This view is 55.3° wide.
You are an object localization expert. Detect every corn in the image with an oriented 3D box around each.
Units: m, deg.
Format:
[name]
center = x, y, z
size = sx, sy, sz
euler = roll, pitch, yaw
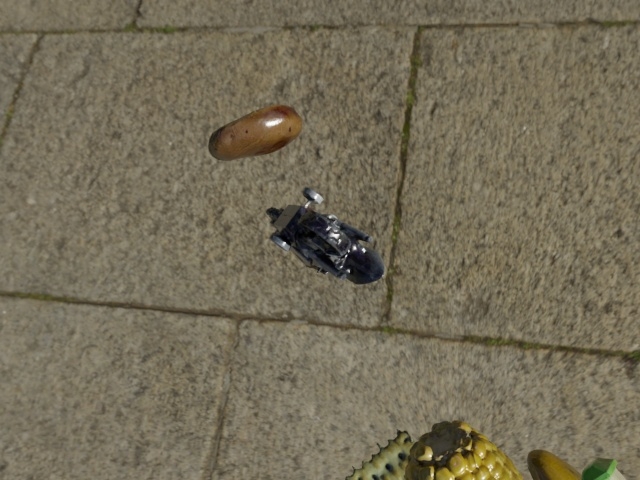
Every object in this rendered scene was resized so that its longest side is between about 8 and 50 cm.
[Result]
[corn]
center = 0.135, 0.226, 0.410
size = 0.080, 0.080, 0.238
euler = -33, 92, -2

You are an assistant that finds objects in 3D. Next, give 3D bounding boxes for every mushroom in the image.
[mushroom]
center = -0.081, -0.132, 0.767
size = 0.123, 0.123, 0.052
euler = -19, 93, 4

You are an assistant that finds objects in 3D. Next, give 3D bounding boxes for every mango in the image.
[mango]
center = 0.524, 0.534, 1.313
size = 0.098, 0.137, 0.195
euler = -44, 67, 16

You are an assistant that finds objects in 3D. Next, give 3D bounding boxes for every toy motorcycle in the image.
[toy motorcycle]
center = 0.000, 0.000, 1.065
size = 0.173, 0.307, 0.108
euler = 39, 83, -19

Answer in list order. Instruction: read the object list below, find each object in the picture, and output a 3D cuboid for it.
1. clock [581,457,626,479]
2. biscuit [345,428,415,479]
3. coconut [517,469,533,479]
[clock]
center = 0.369, 0.439, 0.790
size = 0.220, 0.106, 0.255
euler = -47, 65, 23
[biscuit]
center = 0.093, 0.318, 0.728
size = 0.203, 0.016, 0.144
euler = -42, 58, 3
[coconut]
center = 0.505, 0.705, 1.520
size = 0.244, 0.239, 0.239
euler = 12, 69, 50
